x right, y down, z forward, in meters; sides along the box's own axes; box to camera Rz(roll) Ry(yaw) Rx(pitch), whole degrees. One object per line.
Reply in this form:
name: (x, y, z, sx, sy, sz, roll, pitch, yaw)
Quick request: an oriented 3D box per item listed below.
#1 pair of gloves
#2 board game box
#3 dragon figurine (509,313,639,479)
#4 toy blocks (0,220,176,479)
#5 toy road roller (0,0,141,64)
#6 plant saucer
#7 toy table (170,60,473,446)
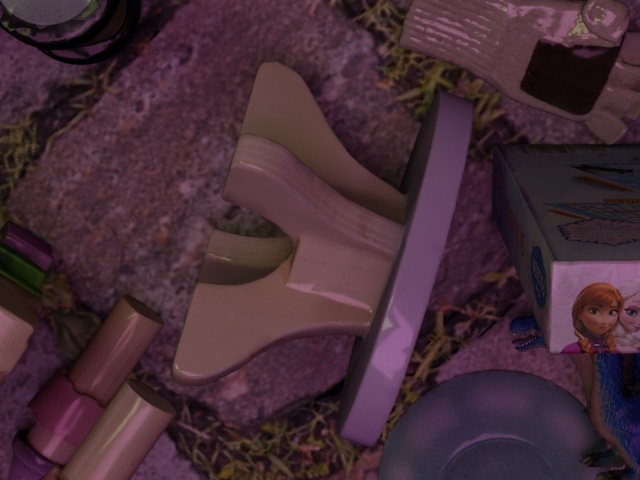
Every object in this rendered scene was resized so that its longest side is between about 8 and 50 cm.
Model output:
pair of gloves: (0.191, -0.197, 1.256, 0.204, 0.042, 0.240, 23, 121, -13)
board game box: (0.295, -0.003, 1.205, 0.318, 0.318, 0.066, 0, 106, 0)
dragon figurine: (0.289, 0.122, 1.357, 0.289, 0.085, 0.144, 7, 101, -7)
toy blocks: (-0.299, 0.117, 1.245, 0.309, 0.288, 0.260, 34, 97, -13)
toy road roller: (-0.273, -0.245, 1.198, 0.329, 0.202, 0.241, -2, 92, -1)
plant saucer: (0.144, 0.203, 1.408, 0.195, 0.037, 0.195, 0, 107, 0)
toy table: (0.000, 0.000, 1.256, 0.161, 0.274, 0.252, 17, 147, -4)
